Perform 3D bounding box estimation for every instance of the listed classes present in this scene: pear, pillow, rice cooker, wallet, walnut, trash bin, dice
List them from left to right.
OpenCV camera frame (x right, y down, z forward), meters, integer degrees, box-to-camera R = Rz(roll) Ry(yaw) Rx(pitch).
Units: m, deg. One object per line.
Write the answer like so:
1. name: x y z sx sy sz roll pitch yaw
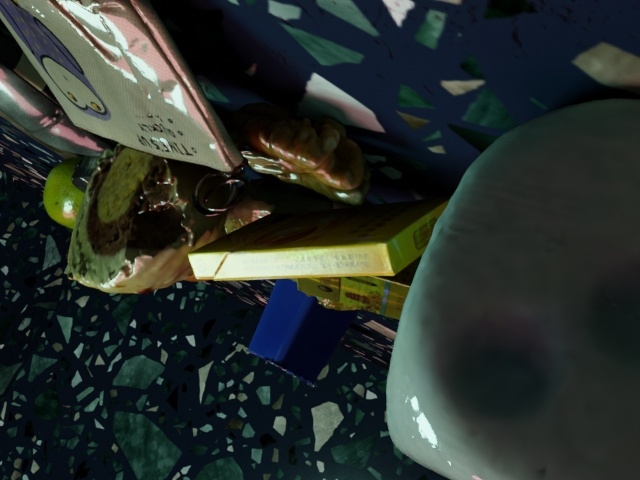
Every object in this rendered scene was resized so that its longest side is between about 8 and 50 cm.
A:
1. pillow: -0.399 -0.206 1.001 0.250 0.106 0.186 39 171 -36
2. pear: -0.525 -0.108 1.614 0.216 0.166 0.180 -7 141 22
3. wallet: -0.224 -0.174 0.713 0.335 0.068 0.275 22 147 38
4. rice cooker: -0.421 -0.130 1.383 0.112 0.106 0.165 34 170 -31
5. walnut: -0.021 -0.095 0.734 0.170 0.069 0.143 23 169 26
6. trash bin: -0.019 0.145 1.350 0.162 0.234 0.184 36 166 -35
7. dice: 0.219 0.083 0.485 0.268 0.262 0.264 22 167 28

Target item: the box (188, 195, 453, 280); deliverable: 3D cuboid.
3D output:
1. box: 0.000 0.000 0.772 0.269 0.152 0.043 -4 106 39

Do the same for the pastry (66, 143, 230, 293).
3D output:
1. pastry: -0.210 -0.038 0.919 0.170 0.256 0.237 18 132 -39

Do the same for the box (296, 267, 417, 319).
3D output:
1. box: 0.061 0.059 0.949 0.193 0.030 0.121 15 154 8

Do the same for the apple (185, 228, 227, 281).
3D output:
1. apple: -0.278 -0.001 1.471 0.209 0.164 0.209 27 171 5

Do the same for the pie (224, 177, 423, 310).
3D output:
1. pie: 0.019 0.023 1.044 0.296 0.078 0.371 9 157 35
